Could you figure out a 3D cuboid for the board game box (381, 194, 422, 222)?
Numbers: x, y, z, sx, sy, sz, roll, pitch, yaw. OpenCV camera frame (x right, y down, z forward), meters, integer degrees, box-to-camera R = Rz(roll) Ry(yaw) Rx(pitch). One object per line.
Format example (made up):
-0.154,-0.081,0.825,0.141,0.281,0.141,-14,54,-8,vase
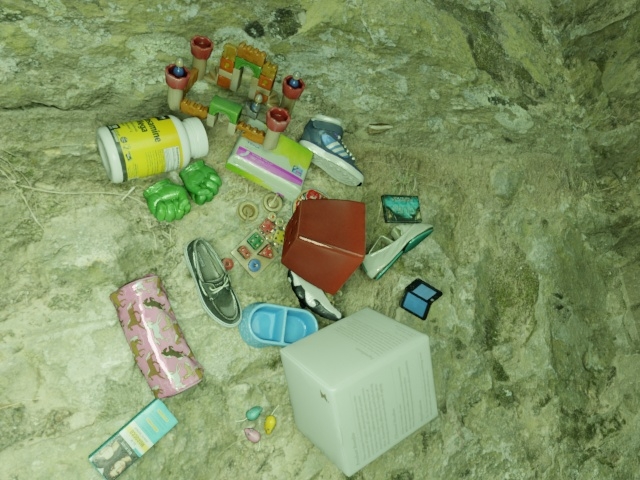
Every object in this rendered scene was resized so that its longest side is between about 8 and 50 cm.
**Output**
0.360,-0.138,2.127,0.186,0.026,0.126,-1,76,-26,board game box

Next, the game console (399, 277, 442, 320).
0.424,0.248,2.019,0.144,0.124,0.085,30,38,-16,game console

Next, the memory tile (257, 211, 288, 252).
-0.183,-0.025,1.825,0.113,0.012,0.148,36,73,-20,memory tile

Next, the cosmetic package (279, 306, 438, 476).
0.130,0.479,1.615,0.393,0.327,0.330,-20,112,-28,cosmetic package

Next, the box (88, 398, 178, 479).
-0.564,0.600,1.456,0.244,0.060,0.100,-41,95,-29,box

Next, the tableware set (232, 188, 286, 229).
-0.226,-0.129,1.836,0.194,0.039,0.128,-23,86,-29,tableware set

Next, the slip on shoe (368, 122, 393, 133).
0.272,-0.507,2.183,0.135,0.051,0.041,-13,121,-36,slip on shoe

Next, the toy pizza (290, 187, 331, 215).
-0.023,-0.121,1.935,0.201,0.032,0.201,7,72,-24,toy pizza

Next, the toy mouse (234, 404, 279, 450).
-0.220,0.624,1.630,0.143,0.031,0.161,21,68,-19,toy mouse

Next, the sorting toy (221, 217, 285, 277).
-0.230,0.040,1.764,0.274,0.046,0.132,-46,106,-22,sorting toy

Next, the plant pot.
0.000,0.000,1.751,0.235,0.267,0.267,17,49,-16,plant pot

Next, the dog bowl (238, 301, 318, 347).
-0.143,0.310,1.733,0.297,0.074,0.166,13,71,-21,dog bowl

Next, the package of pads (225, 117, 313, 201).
-0.188,-0.315,1.850,0.296,0.101,0.229,27,53,-16,package of pads

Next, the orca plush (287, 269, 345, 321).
-0.030,0.221,1.808,0.287,0.102,0.151,38,37,-5,orca plush

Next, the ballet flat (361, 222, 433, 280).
0.318,0.010,2.019,0.400,0.139,0.139,-36,93,-28,ballet flat

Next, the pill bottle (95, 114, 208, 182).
-0.567,-0.322,1.643,0.334,0.188,0.188,-20,85,-29,pill bottle

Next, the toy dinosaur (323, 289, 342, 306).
0.032,0.200,1.860,0.092,0.053,0.183,8,73,-22,toy dinosaur

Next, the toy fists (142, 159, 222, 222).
-0.476,-0.171,1.697,0.279,0.096,0.142,-37,94,-30,toy fists

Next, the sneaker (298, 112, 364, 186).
0.079,-0.398,2.006,0.322,0.130,0.236,30,69,-9,sneaker

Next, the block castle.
-0.301,-0.557,1.749,0.453,0.213,0.303,22,50,-5,block castle

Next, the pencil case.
-0.513,0.297,1.512,0.160,0.167,0.386,-26,88,1,pencil case

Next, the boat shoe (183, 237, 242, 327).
-0.368,0.147,1.644,0.121,0.119,0.335,-31,90,-29,boat shoe
